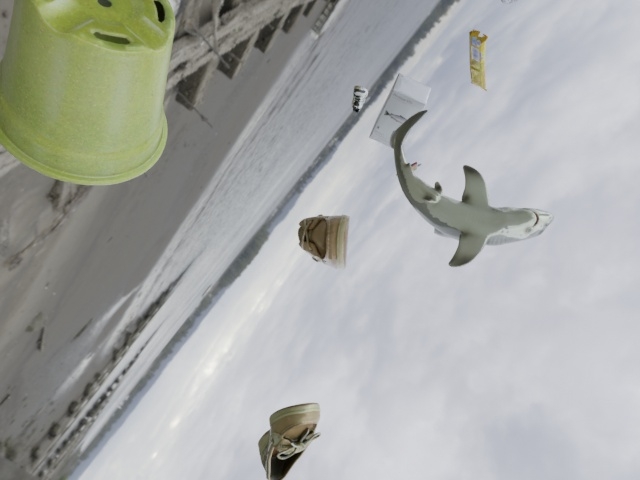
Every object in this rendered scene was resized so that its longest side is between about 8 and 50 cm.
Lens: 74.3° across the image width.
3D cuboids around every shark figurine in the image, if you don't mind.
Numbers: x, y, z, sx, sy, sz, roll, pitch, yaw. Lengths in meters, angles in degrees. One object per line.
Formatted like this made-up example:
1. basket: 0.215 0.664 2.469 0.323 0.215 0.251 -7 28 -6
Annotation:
1. shark figurine: 0.177 -0.055 0.640 0.166 0.278 0.116 -46 165 -12

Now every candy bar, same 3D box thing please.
1. candy bar: 0.306 -0.343 0.818 0.018 0.040 0.161 -46 153 2

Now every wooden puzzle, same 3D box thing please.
1. wooden puzzle: 0.259 -0.206 1.235 0.083 0.006 0.049 -26 161 2

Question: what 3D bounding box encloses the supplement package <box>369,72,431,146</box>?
1. supplement package: 0.232 -0.376 1.249 0.179 0.105 0.105 116 -2 -51

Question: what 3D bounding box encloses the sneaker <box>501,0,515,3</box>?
1. sneaker: 0.411 -0.492 0.707 0.210 0.138 0.366 5 -153 27

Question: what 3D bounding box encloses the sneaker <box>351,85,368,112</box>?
1. sneaker: 0.084 -0.306 0.920 0.083 0.031 0.037 47 62 -81

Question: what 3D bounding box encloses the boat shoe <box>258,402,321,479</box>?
1. boat shoe: -0.062 0.423 0.883 0.285 0.104 0.089 112 -27 -44

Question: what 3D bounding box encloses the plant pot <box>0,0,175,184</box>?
1. plant pot: -0.341 -0.265 0.631 0.254 0.276 0.276 -37 -164 50

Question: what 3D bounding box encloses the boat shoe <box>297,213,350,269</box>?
1. boat shoe: 0.000 0.000 0.988 0.341 0.110 0.122 169 -73 -85
